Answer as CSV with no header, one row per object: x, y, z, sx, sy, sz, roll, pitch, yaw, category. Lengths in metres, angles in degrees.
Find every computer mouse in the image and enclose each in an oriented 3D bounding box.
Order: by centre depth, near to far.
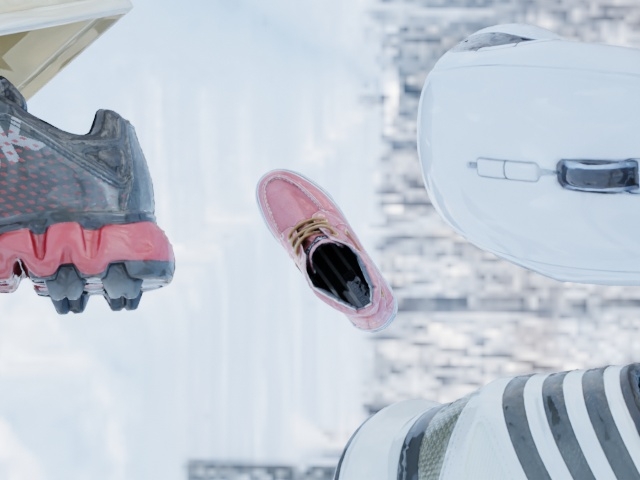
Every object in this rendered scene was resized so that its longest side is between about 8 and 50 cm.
0.071,-0.018,0.494,0.193,0.042,0.106,16,-65,62,computer mouse

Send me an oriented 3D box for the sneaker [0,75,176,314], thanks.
-0.222,-0.025,1.038,0.097,0.276,0.135,134,-46,-77,sneaker

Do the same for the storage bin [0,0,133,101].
-0.306,-0.111,1.123,0.262,0.260,0.123,-21,79,-51,storage bin

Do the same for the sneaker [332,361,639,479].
0.158,0.273,0.879,0.257,0.169,0.448,-23,-104,46,sneaker

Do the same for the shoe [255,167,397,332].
0.000,0.000,1.570,0.178,0.063,0.081,52,1,17,shoe
